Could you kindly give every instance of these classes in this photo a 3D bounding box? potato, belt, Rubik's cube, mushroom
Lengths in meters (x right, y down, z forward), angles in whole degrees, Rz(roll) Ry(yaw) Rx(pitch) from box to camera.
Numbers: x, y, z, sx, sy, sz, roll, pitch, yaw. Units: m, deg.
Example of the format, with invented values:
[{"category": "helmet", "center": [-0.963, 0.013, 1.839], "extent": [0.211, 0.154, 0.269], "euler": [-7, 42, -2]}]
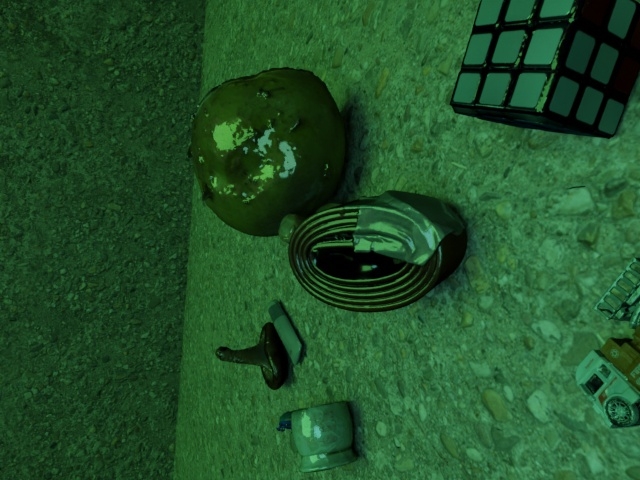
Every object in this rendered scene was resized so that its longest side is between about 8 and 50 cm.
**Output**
[{"category": "potato", "center": [-0.130, -0.192, 1.117], "extent": [0.442, 0.385, 0.319], "euler": [-50, 45, 40]}, {"category": "belt", "center": [0.102, 0.019, 0.831], "extent": [0.339, 0.122, 0.217], "euler": [-6, 98, 36]}, {"category": "Rubik's cube", "center": [0.303, -0.233, 0.576], "extent": [0.160, 0.162, 0.163], "euler": [36, 117, 56]}, {"category": "mushroom", "center": [0.016, 0.008, 1.039], "extent": [0.206, 0.209, 0.206], "euler": [2, 94, 35]}, {"category": "mushroom", "center": [-0.227, 0.382, 1.384], "extent": [0.227, 0.218, 0.148], "euler": [-115, 33, -42]}]

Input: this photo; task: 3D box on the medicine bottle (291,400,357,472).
[{"category": "medicine bottle", "center": [0.008, 0.470, 1.031], "extent": [0.147, 0.147, 0.143], "euler": [-39, 56, 53]}]

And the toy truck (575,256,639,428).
[{"category": "toy truck", "center": [0.370, 0.123, 0.494], "extent": [0.177, 0.080, 0.115], "euler": [-69, 28, 26]}]

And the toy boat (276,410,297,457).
[{"category": "toy boat", "center": [-0.060, 0.507, 1.122], "extent": [0.091, 0.175, 0.110], "euler": [-20, 55, 23]}]

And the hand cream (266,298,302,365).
[{"category": "hand cream", "center": [-0.116, 0.287, 1.381], "extent": [0.255, 0.048, 0.079], "euler": [51, 138, 48]}]
